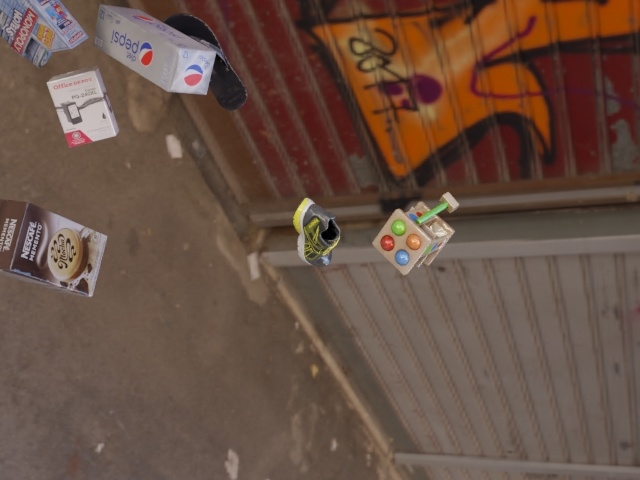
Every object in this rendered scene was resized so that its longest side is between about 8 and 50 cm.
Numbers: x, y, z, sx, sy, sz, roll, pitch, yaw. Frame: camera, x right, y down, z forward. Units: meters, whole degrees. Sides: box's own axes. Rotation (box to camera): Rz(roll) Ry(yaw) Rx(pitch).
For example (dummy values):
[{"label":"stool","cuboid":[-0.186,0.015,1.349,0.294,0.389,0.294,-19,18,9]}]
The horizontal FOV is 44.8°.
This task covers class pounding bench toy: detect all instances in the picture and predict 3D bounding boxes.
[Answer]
[{"label":"pounding bench toy","cuboid":[0.106,-0.014,0.833,0.065,0.052,0.083,-17,146,-53]}]

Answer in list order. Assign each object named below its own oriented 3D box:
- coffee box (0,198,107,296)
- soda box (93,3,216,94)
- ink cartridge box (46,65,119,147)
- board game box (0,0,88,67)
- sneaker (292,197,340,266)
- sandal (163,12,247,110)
[{"label":"coffee box","cuboid":[-0.672,0.024,1.891,0.297,0.118,0.168,34,64,-63]},{"label":"soda box","cuboid":[-0.336,-0.384,1.555,0.098,0.286,0.091,-8,123,-47]},{"label":"ink cartridge box","cuboid":[-0.521,-0.294,1.707,0.063,0.109,0.150,-109,-175,-68]},{"label":"board game box","cuboid":[-0.561,-0.424,1.521,0.194,0.194,0.060,42,46,-8]},{"label":"sneaker","cuboid":[0.000,0.000,0.661,0.031,0.035,0.083,-52,151,-21]},{"label":"sandal","cuboid":[-0.254,-0.408,1.751,0.254,0.097,0.054,49,10,-13]}]
